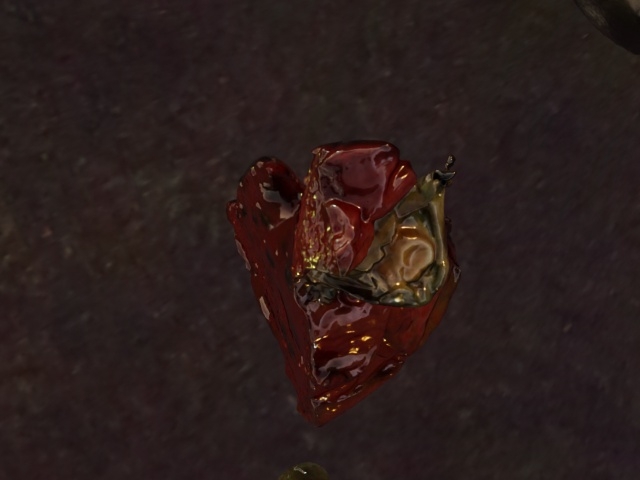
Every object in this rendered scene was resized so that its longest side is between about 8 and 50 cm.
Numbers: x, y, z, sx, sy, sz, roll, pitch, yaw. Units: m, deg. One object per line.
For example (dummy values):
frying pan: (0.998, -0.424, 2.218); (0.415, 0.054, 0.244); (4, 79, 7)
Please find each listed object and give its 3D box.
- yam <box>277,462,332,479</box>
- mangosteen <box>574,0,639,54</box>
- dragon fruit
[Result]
yam: (0.015, 0.250, 1.110); (0.056, 0.241, 0.057); (-8, 123, -13)
mangosteen: (0.295, -0.211, 0.968); (0.287, 0.287, 0.233); (36, 129, 10)
dragon fruit: (0.019, -0.004, 0.688); (0.092, 0.192, 0.122); (-19, 70, -11)
